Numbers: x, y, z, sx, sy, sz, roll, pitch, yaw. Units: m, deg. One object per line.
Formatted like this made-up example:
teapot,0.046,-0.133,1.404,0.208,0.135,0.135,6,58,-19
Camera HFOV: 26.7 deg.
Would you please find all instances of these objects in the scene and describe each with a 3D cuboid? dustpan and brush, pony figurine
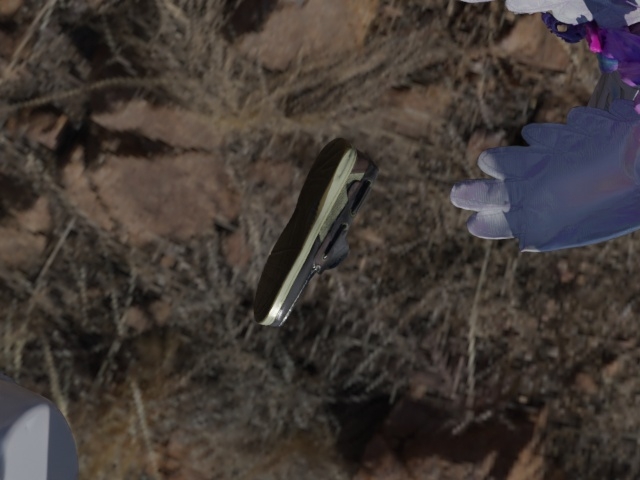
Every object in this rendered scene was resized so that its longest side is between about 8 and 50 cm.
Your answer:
dustpan and brush,-0.225,0.124,0.917,0.060,0.147,0.211,12,119,16
pony figurine,0.292,-0.164,1.137,0.351,0.363,0.303,1,117,33

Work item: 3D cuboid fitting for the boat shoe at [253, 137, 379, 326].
boat shoe,0.000,-0.001,1.481,0.073,0.224,0.080,26,174,-22

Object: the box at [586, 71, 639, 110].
box,0.441,-0.142,1.461,0.262,0.127,0.231,14,124,-10
